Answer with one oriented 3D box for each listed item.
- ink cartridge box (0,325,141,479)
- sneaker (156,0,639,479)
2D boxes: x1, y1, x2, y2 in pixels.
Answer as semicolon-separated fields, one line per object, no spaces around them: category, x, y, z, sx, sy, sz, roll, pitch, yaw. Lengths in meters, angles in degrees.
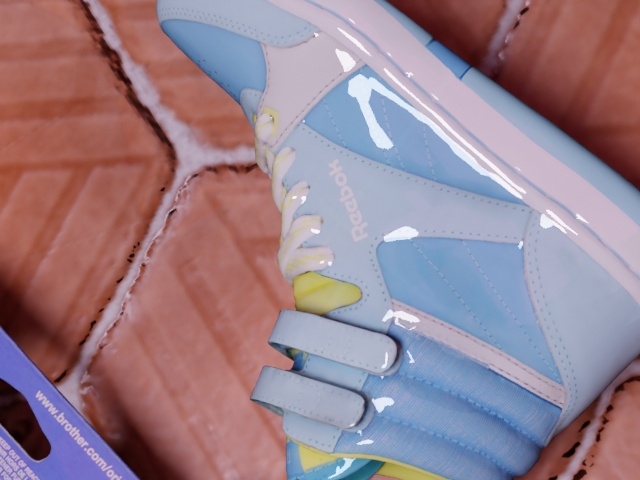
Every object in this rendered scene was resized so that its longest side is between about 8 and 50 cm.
ink cartridge box;-0.240;0.182;0.651;0.186;0.065;0.311;44;89;17
sneaker;0.000;0.000;0.622;0.319;0.127;0.208;37;84;16
